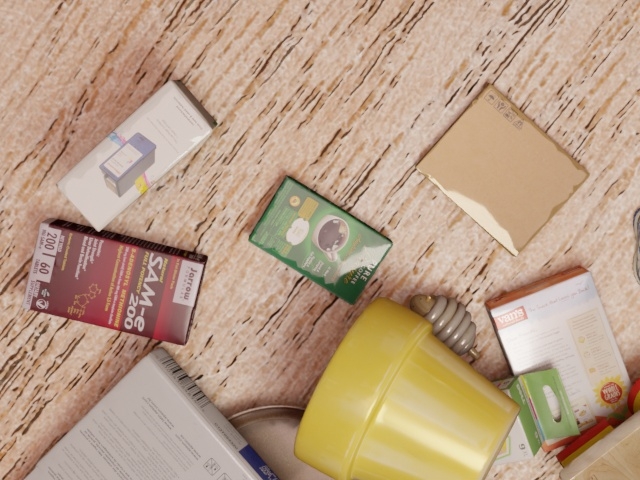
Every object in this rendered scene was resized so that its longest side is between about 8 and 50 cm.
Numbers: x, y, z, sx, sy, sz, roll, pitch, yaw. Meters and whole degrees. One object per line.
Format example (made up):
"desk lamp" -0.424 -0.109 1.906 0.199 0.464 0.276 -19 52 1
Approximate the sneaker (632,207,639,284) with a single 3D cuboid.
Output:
"sneaker" 0.482 0.020 1.721 0.052 0.058 0.135 -12 98 1

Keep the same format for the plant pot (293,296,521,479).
"plant pot" 0.127 0.239 1.600 0.239 0.254 0.254 28 96 13

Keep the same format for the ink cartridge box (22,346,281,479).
"ink cartridge box" -0.237 0.379 1.709 0.330 0.071 0.324 -44 84 18

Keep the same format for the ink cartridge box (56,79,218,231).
"ink cartridge box" -0.251 -0.121 1.641 0.212 0.154 0.093 -40 98 3

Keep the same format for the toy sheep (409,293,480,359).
"toy sheep" 0.182 0.125 1.715 0.132 0.091 0.091 37 95 -5

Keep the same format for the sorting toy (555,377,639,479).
"sorting toy" 0.476 0.312 1.699 0.255 0.089 0.257 -37 125 -1

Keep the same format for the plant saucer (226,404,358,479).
"plant saucer" -0.061 0.390 1.765 0.311 0.050 0.310 0 97 0

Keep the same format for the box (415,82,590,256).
"box" 0.263 -0.101 1.720 0.201 0.021 0.164 41 95 -6

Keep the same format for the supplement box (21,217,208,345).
"supplement box" -0.293 0.059 1.706 0.240 0.073 0.130 13 97 -4

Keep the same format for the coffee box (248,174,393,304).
"coffee box" 0.000 0.000 1.718 0.184 0.040 0.113 31 96 -4

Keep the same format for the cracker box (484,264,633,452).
"cracker box" 0.354 0.172 1.734 0.156 0.067 0.232 -21 98 2

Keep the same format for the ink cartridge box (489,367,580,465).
"ink cartridge box" 0.252 0.261 1.703 0.209 0.062 0.109 -16 98 29
